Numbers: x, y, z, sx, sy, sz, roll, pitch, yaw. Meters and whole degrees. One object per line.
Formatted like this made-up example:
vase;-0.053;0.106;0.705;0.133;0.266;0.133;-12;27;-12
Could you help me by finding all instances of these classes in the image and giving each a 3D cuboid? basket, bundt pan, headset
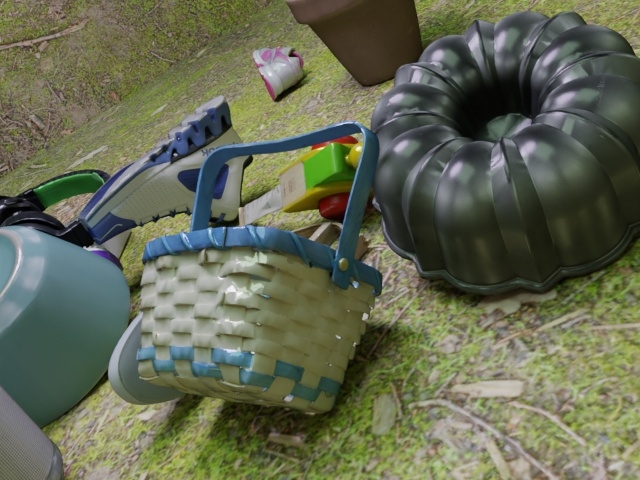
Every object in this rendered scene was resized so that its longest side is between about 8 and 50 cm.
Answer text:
basket;-0.065;0.023;0.771;0.255;0.201;0.289;-3;73;44
bundt pan;0.191;-0.113;0.760;0.331;0.124;0.331;-14;50;18
headset;-0.541;-0.017;1.282;0.394;0.185;0.243;-40;39;-23

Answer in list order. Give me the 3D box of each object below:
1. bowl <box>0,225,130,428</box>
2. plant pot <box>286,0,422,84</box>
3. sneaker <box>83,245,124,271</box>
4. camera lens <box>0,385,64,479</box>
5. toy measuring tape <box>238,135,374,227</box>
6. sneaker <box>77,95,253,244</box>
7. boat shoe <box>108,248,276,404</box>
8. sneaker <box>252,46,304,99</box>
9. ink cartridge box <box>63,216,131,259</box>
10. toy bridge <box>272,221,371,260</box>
bowl;-0.444;0.102;1.029;0.311;0.163;0.311;-13;49;16
plant pot;0.098;-0.450;1.486;0.263;0.229;0.263;-25;26;13
sneaker;-0.444;0.129;1.186;0.293;0.102;0.146;-31;31;7
camera lens;-0.423;0.225;0.759;0.219;0.274;0.219;-25;25;13
toy measuring tape;-0.004;-0.071;1.080;0.121;0.121;0.330;-49;13;-33
sneaker;-0.227;-0.076;1.220;0.315;0.182;0.127;-42;20;-13
boat shoe;-0.171;0.095;0.919;0.105;0.113;0.306;-20;24;36
sneaker;-0.096;-0.430;1.832;0.111;0.103;0.252;-25;32;2
ink cartridge box;-0.478;0.018;1.429;0.190;0.082;0.139;-24;26;12
toy bridge;0.000;0.000;1.002;0.188;0.026;0.063;0;38;48
